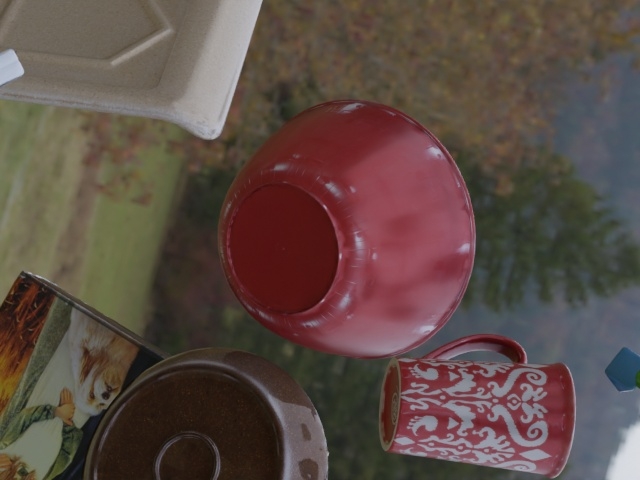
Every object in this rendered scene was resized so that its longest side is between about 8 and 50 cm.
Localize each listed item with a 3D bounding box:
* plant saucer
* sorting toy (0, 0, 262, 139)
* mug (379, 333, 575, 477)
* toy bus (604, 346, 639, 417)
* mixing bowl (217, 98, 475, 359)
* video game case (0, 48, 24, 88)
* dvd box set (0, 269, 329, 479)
[{"bbox_3d":[-0.079,0.144,0.967,0.029,0.168,0.168,46,58,-62],"label":"plant saucer"},{"bbox_3d":[-0.132,-0.114,0.702,0.193,0.208,0.038,-79,180,-51],"label":"sorting toy"},{"bbox_3d":[0.145,0.162,1.522,0.150,0.169,0.113,-118,-145,-73],"label":"mug"},{"bbox_3d":[0.365,0.149,1.338,0.104,0.202,0.191,-49,142,-12],"label":"toy bus"},{"bbox_3d":[0.000,0.000,1.029,0.098,0.181,0.181,-16,124,-57],"label":"mixing bowl"},{"bbox_3d":[-0.164,-0.029,0.517,0.122,0.011,0.087,-29,-171,-24],"label":"video game case"},{"bbox_3d":[-0.227,0.277,1.277,0.420,0.308,0.062,-59,160,-2],"label":"dvd box set"}]
